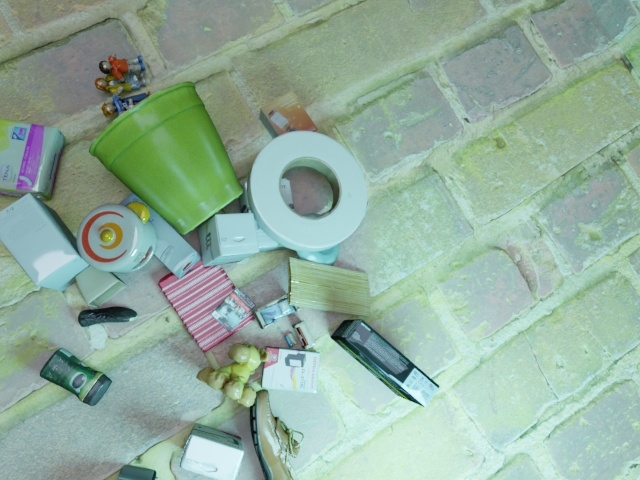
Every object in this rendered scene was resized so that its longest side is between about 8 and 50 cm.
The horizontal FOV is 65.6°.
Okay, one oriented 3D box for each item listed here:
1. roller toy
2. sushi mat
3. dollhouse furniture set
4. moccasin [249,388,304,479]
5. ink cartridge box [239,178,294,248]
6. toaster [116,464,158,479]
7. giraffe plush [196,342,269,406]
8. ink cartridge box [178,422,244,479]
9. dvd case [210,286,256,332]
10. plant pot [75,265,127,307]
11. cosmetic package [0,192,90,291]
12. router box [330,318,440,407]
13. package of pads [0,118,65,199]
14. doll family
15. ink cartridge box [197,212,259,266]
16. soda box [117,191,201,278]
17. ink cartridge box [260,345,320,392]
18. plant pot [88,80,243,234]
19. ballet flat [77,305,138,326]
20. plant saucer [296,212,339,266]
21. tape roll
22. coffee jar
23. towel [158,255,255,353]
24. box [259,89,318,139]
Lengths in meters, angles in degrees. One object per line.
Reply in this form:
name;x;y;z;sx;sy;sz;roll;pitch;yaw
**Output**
roller toy;-0.579;-0.005;1.419;0.209;0.146;0.191;-9;82;1
sushi mat;0.032;0.154;1.597;0.316;0.019;0.152;14;63;-31
dollhouse furniture set;-0.112;0.273;1.563;0.129;0.129;0.184;-27;86;-13
moccasin;-0.118;0.631;1.494;0.146;0.139;0.381;-17;84;-14
ink cartridge box;-0.170;-0.080;1.618;0.160;0.092;0.220;-5;80;-26
toaster;-0.533;0.738;1.378;0.110;0.185;0.168;19;78;-11
giraffe plush;-0.241;0.387;1.498;0.181;0.210;0.171;22;70;19
ink cartridge box;-0.309;0.603;1.423;0.158;0.218;0.092;20;77;-6
dvd case;-0.276;0.220;1.577;0.087;0.013;0.119;44;72;-3
plant pot;-0.671;0.128;1.500;0.109;0.109;0.096;-41;86;-14
cosmetic package;-0.792;0.015;1.436;0.138;0.224;0.225;-40;88;-15
router box;0.189;0.372;1.543;0.308;0.243;0.081;41;76;-2
package of pads;-0.964;-0.248;1.516;0.296;0.101;0.230;8;78;-8
doll family;-0.636;-0.469;1.616;0.163;0.118;0.263;-21;89;-31
ink cartridge box;-0.286;-0.002;1.539;0.128;0.176;0.128;-5;81;-33
soda box;-0.508;-0.017;1.544;0.286;0.091;0.098;43;75;8
ink cartridge box;-0.094;0.407;1.572;0.174;0.072;0.128;7;78;-8
plant pot;-0.428;-0.221;1.507;0.366;0.366;0.353;-38;100;-14
ballet flat;-0.649;0.235;1.522;0.172;0.058;0.049;-1;121;-9
plant saucer;0.000;0.000;1.632;0.194;0.037;0.195;14;69;-38
tape roll;-0.038;-0.157;1.581;0.391;0.072;0.393;5;75;-18
coffee jar;-0.713;0.402;1.457;0.184;0.079;0.096;33;73;-2
towel;-0.362;0.191;1.584;0.198;0.031;0.275;-33;89;-16
box;-0.109;-0.399;1.702;0.130;0.091;0.171;-34;87;-14
